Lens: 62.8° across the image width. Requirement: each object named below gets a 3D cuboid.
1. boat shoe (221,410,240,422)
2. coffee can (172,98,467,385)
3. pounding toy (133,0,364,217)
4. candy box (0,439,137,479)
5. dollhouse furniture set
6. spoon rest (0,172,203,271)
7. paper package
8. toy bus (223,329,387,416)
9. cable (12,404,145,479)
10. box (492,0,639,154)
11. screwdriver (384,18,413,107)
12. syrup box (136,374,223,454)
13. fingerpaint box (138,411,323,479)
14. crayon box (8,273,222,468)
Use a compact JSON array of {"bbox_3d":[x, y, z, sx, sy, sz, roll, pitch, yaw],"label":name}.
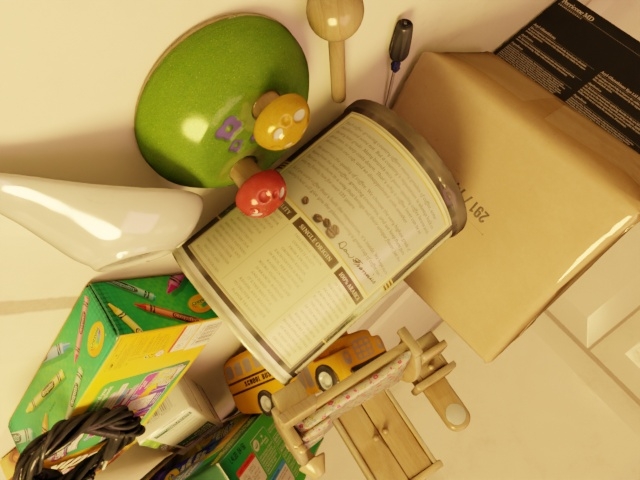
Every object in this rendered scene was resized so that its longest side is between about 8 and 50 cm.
[{"bbox_3d":[-0.161,0.449,1.337,0.302,0.091,0.114,-46,157,13],"label":"boat shoe"},{"bbox_3d":[0.000,0.000,0.613,0.275,0.201,0.201,-40,158,-9],"label":"coffee can"},{"bbox_3d":[-0.041,-0.110,0.489,0.236,0.110,0.183,-35,157,-14],"label":"pounding toy"},{"bbox_3d":[-0.380,0.324,0.818,0.109,0.053,0.187,-39,159,-4],"label":"candy box"},{"bbox_3d":[0.111,0.237,0.703,0.303,0.174,0.356,-29,157,-15],"label":"dollhouse furniture set"},{"bbox_3d":[-0.214,-0.012,0.426,0.137,0.084,0.276,-20,177,33],"label":"spoon rest"},{"bbox_3d":[0.229,-0.054,0.732,0.168,0.325,0.310,-21,149,-44],"label":"paper package"},{"bbox_3d":[-0.038,0.222,0.938,0.108,0.130,0.332,-11,163,-44],"label":"toy bus"},{"bbox_3d":[-0.289,0.260,0.638,0.150,0.047,0.185,-29,154,-23],"label":"cable"},{"bbox_3d":[0.390,-0.214,0.781,0.184,0.261,0.103,-40,157,-1],"label":"box"},{"bbox_3d":[0.092,-0.199,0.647,0.024,0.025,0.170,-34,156,-17],"label":"screwdriver"},{"bbox_3d":[-0.254,0.299,0.915,0.093,0.096,0.237,-33,156,-12],"label":"syrup box"},{"bbox_3d":[-0.222,0.481,1.005,0.371,0.163,0.445,-34,175,10],"label":"fingerpaint box"},{"bbox_3d":[-0.264,0.169,0.680,0.278,0.081,0.165,-51,155,24],"label":"crayon box"}]
